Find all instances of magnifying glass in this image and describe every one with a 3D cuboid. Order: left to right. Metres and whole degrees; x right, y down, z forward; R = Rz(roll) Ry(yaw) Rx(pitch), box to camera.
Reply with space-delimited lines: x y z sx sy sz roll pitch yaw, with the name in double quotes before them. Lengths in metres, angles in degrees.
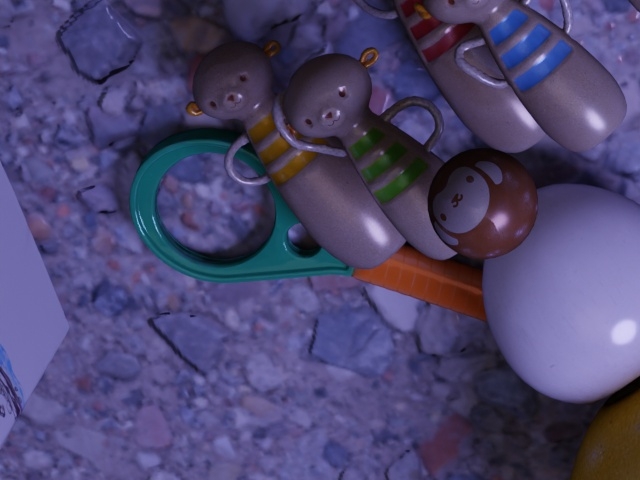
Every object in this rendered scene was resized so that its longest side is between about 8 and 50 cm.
"magnifying glass" 0.000 0.000 1.158 0.231 0.026 0.092 19 116 1

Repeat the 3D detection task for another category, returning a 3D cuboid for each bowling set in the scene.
"bowling set" 0.065 -0.091 1.004 0.287 0.200 0.154 -40 102 13

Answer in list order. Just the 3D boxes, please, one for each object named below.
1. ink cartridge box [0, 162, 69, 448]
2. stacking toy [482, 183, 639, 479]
"ink cartridge box" -0.291 0.048 1.083 0.198 0.270 0.197 -16 110 14
"stacking toy" 0.253 0.171 1.097 0.350 0.350 0.480 -39 85 22
